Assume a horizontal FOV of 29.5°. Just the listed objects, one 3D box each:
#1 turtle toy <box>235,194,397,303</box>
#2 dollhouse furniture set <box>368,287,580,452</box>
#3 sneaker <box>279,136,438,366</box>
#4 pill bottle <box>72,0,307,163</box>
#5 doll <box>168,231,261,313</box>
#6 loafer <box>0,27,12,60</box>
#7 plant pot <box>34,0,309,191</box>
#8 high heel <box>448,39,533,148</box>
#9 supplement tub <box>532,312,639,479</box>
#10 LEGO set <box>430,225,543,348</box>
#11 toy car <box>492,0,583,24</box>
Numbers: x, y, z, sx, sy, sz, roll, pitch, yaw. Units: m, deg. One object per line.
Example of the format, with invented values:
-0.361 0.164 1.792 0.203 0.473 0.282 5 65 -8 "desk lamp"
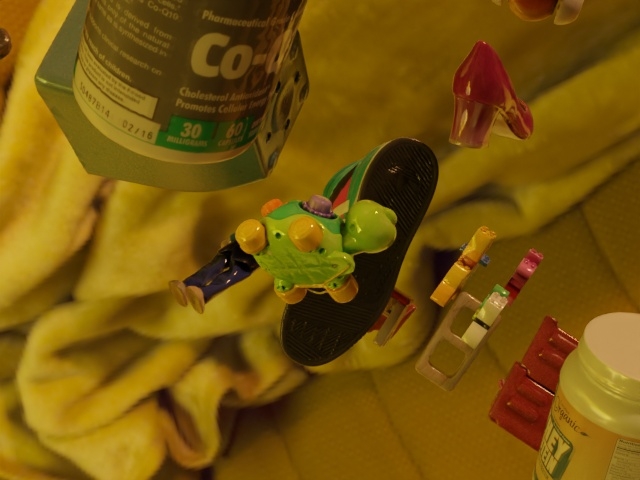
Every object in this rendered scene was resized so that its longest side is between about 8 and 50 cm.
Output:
0.000 0.000 0.979 0.130 0.066 0.095 -3 141 29 "turtle toy"
0.202 0.125 1.618 0.152 0.374 0.201 -57 171 1 "dollhouse furniture set"
0.037 0.008 1.488 0.295 0.124 0.178 -59 -175 1 "sneaker"
-0.105 -0.269 1.156 0.204 0.204 0.361 -5 134 -31 "pill bottle"
-0.096 0.021 1.535 0.189 0.129 0.046 -39 124 -27 "doll"
-0.488 -0.250 1.695 0.148 0.056 0.050 -21 150 15 "loafer"
-0.156 -0.201 1.498 0.252 0.248 0.247 18 160 14 "plant pot"
0.207 -0.178 1.416 0.244 0.082 0.117 -18 123 -60 "high heel"
0.299 0.187 1.208 0.144 0.144 0.200 -8 123 -26 "supplement tub"
0.192 0.033 1.394 0.093 0.087 0.227 -59 170 21 "LEGO set"
0.366 -0.453 1.986 0.159 0.182 0.136 19 153 7 "toy car"
